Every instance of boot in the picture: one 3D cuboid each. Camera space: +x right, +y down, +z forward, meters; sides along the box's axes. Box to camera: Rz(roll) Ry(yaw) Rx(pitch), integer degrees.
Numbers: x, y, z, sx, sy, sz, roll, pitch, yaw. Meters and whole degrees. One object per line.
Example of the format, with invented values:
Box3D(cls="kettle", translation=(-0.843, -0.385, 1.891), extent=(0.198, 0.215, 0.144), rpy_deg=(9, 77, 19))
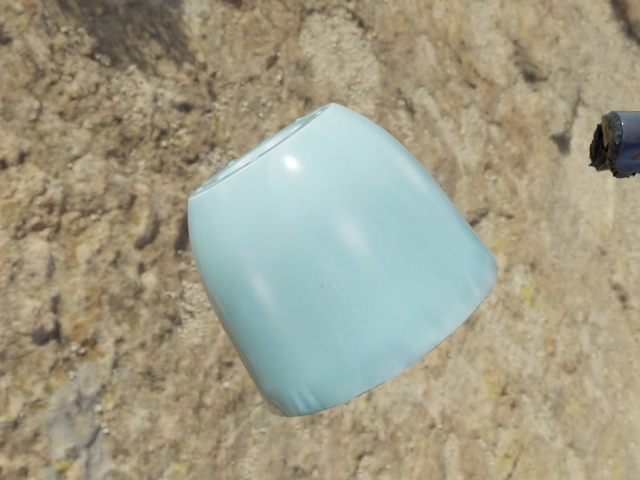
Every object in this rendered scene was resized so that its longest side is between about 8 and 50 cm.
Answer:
Box3D(cls="boot", translation=(0.498, -0.147, 1.185), extent=(0.246, 0.207, 0.094), rpy_deg=(116, -27, -76))

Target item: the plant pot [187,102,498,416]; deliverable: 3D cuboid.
Box3D(cls="plant pot", translation=(0.000, 0.000, 0.919), extent=(0.235, 0.293, 0.293), rpy_deg=(57, 38, -10))
